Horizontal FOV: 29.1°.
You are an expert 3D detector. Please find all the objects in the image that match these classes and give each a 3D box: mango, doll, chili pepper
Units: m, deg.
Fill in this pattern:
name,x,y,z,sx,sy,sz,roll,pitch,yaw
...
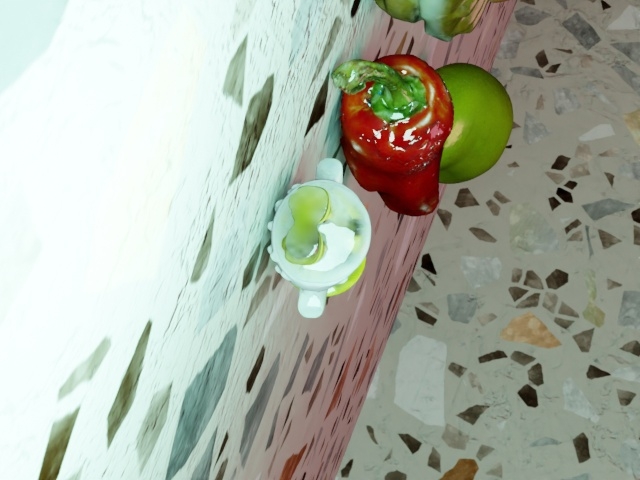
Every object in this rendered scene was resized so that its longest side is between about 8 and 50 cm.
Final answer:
name,x,y,z,sx,sy,sz,roll,pitch,yaw
mango,0.178,-0.159,1.697,0.175,0.143,0.293,-66,164,14
doll,0.000,0.000,0.997,0.207,0.081,0.129,76,22,-82
chili pepper,0.074,-0.093,1.183,0.387,0.110,0.110,72,38,-74

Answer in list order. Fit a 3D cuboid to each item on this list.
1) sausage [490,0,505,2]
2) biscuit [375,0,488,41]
name,x,y,z,sx,sy,sz,roll,pitch,yaw
sausage,0.267,-0.432,1.693,0.136,0.120,0.241,-50,163,-29
biscuit,0.132,-0.329,1.036,0.332,0.103,0.332,18,90,-83
